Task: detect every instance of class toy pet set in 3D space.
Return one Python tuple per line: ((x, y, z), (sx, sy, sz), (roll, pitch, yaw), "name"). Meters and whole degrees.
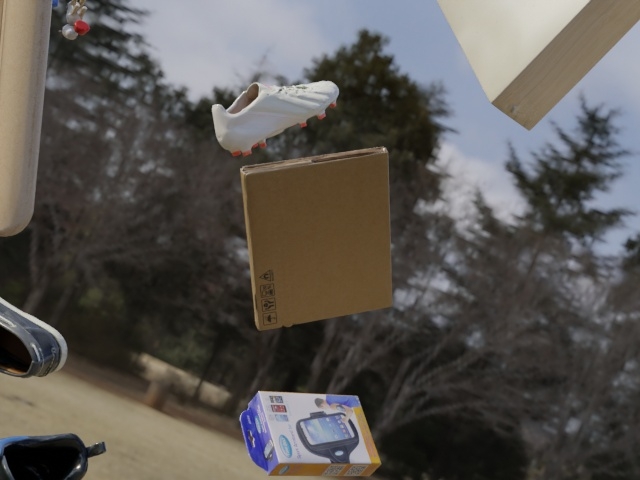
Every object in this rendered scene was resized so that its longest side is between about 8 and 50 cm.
((-0.302, -0.245, 1.148), (0.122, 0.114, 0.065), (19, -47, -29), "toy pet set")

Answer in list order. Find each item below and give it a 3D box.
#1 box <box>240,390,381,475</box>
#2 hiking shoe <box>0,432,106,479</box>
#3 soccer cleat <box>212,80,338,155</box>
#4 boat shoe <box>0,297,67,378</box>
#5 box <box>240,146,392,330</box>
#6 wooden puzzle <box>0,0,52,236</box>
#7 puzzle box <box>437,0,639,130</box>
((-0.012, 0.189, 1.112), (0.136, 0.028, 0.081), (9, 46, -35), "box")
((-0.344, 0.238, 1.047), (0.113, 0.132, 0.304), (59, 30, 7), "hiking shoe")
((-0.054, -0.175, 1.465), (0.068, 0.196, 0.076), (2, -62, 52), "soccer cleat")
((-0.445, 0.114, 1.475), (0.233, 0.084, 0.079), (22, 20, 14), "boat shoe")
((0.000, 0.000, 1.283), (0.164, 0.201, 0.021), (-10, 28, -11), "box")
((-0.221, -0.125, 0.826), (0.044, 0.221, 0.238), (4, 6, -22), "wooden puzzle")
((0.264, -0.314, 0.958), (0.052, 0.409, 0.272), (30, 27, -28), "puzzle box")
